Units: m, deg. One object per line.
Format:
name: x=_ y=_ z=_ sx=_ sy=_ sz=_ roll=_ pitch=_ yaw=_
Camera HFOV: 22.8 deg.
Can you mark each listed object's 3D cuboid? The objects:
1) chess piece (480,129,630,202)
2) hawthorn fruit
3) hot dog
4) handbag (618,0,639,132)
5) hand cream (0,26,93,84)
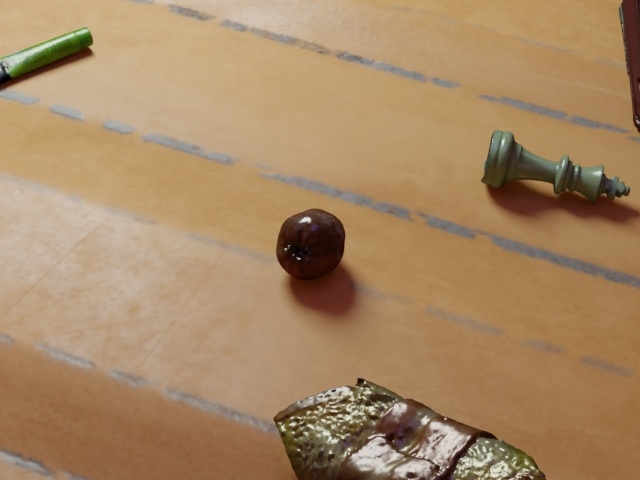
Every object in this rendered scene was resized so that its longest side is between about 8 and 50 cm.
chess piece: x=0.240 y=-0.067 z=1.605 sx=0.149 sy=0.059 sz=0.059 roll=15 pitch=42 yaw=5
hawthorn fruit: x=0.000 y=0.000 z=1.516 sx=0.066 sy=0.067 sz=0.103 roll=25 pitch=20 yaw=23
hot dog: x=0.079 y=0.195 z=1.269 sx=0.123 sy=0.093 sz=0.261 roll=-38 pitch=40 yaw=-27
handbag: x=0.468 y=-0.209 z=1.765 sx=0.260 sy=0.084 sz=0.275 roll=4 pitch=41 yaw=5
hand cream: x=-0.307 y=-0.204 z=1.740 sx=0.122 sy=0.023 sz=0.036 roll=-26 pitch=60 yaw=-27
